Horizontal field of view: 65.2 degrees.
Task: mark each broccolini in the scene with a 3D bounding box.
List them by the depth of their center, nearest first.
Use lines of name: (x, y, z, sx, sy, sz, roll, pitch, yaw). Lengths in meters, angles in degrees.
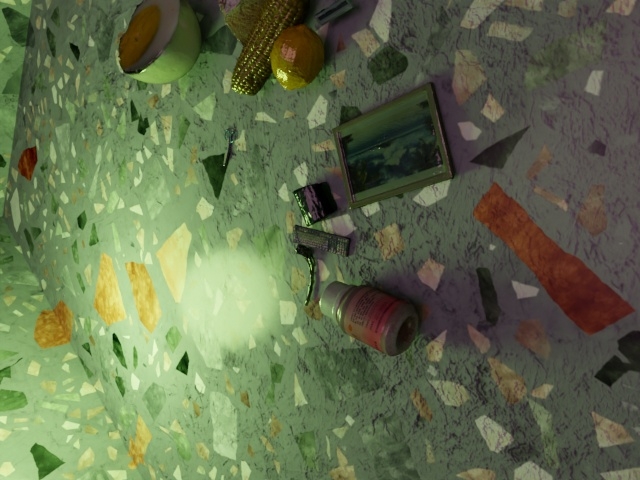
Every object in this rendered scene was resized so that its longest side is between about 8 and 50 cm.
broccolini: (-0.038, 0.101, 1.490, 0.052, 0.054, 0.194, -3, 98, 23)

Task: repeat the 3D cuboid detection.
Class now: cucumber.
cucumber: (-0.023, -0.107, 1.426, 0.116, 0.062, 0.115, -28, 83, 42)

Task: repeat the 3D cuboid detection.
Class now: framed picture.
framed picture: (0.172, -0.224, 1.255, 0.315, 0.024, 0.232, -16, 85, 41)

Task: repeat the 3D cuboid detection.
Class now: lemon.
lemon: (-0.065, -0.484, 1.343, 0.142, 0.142, 0.187, 51, 138, 23)

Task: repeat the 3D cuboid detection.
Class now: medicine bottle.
medicine bottle: (0.121, 0.191, 1.295, 0.247, 0.147, 0.147, 20, 110, 38)

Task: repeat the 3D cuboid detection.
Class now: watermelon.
watermelon: (-0.192, -0.671, 1.428, 0.146, 0.231, 0.128, -10, 68, 18)

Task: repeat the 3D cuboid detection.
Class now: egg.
egg: (-0.506, -0.650, 1.667, 0.337, 0.201, 0.337, -13, 67, 33)

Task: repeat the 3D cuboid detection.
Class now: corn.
corn: (-0.148, -0.565, 1.416, 0.363, 0.120, 0.120, -47, 66, 34)

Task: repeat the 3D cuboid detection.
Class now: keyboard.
keyboard: (0.001, 0.000, 1.426, 0.176, 0.014, 0.055, 15, 111, 24)

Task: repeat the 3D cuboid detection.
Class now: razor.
razor: (0.028, -0.707, 1.288, 0.111, 0.056, 0.278, -11, 83, 43)

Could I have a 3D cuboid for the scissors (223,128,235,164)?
scissors: (-0.310, -0.310, 1.677, 0.058, 0.014, 0.119, 25, 110, 37)
